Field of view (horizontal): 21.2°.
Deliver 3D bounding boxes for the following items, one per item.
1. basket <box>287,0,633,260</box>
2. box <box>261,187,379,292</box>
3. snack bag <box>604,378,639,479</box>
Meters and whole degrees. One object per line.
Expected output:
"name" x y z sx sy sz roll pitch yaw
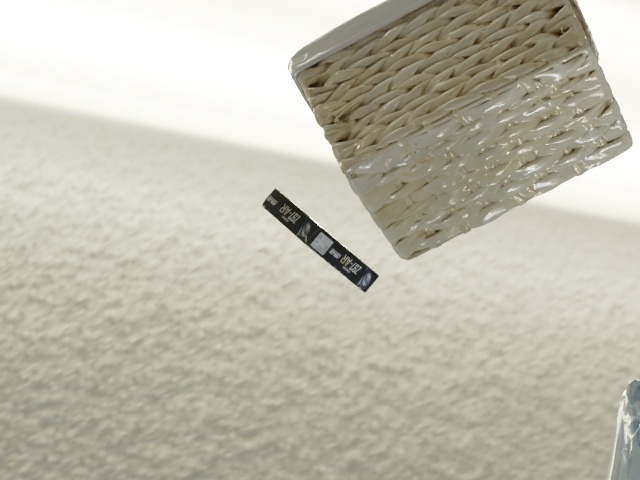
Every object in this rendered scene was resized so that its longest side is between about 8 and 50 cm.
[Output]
"basket" 0.083 -0.078 0.981 0.113 0.167 0.103 53 -166 -49
"box" 0.000 0.000 1.299 0.018 0.067 0.083 -50 -45 1
"snack bag" 0.114 0.281 0.879 0.037 0.342 0.323 13 -119 9
